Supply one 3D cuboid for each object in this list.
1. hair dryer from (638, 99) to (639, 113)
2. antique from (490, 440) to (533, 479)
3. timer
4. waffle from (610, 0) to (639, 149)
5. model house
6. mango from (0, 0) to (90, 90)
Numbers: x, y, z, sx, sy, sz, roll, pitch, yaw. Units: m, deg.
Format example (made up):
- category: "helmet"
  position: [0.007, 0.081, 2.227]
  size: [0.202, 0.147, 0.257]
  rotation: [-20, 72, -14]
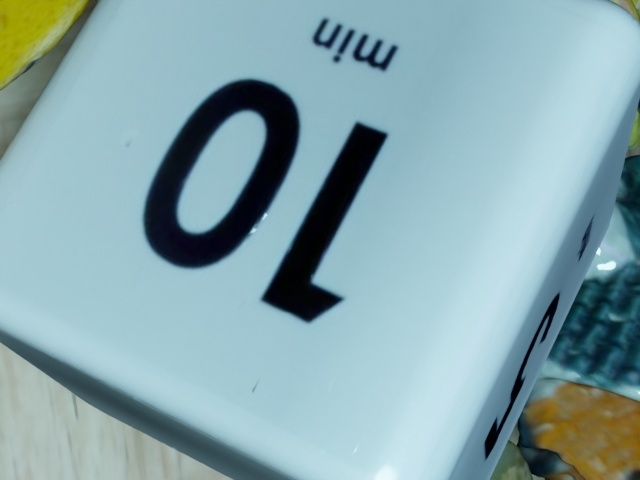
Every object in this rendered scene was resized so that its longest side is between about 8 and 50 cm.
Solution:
- category: "hair dryer"
  position: [0.276, -0.101, 0.769]
  size: [0.302, 0.244, 0.116]
  rotation: [33, 41, -24]
- category: "antique"
  position: [0.059, 0.212, 0.690]
  size: [0.150, 0.125, 0.284]
  rotation: [-31, 119, -36]
- category: "timer"
  position: [0.000, 0.000, 0.504]
  size: [0.195, 0.192, 0.194]
  rotation: [-62, 164, -15]
- category: "waffle"
  position: [0.093, -0.164, 0.651]
  size: [0.243, 0.059, 0.237]
  rotation: [12, 67, -34]
- category: "model house"
  position: [0.169, 0.061, 0.720]
  size: [0.301, 0.190, 0.271]
  rotation: [43, 50, -6]
- category: "mango"
  position: [-0.130, -0.179, 0.414]
  size: [0.191, 0.160, 0.290]
  rotation: [-10, 110, -51]
